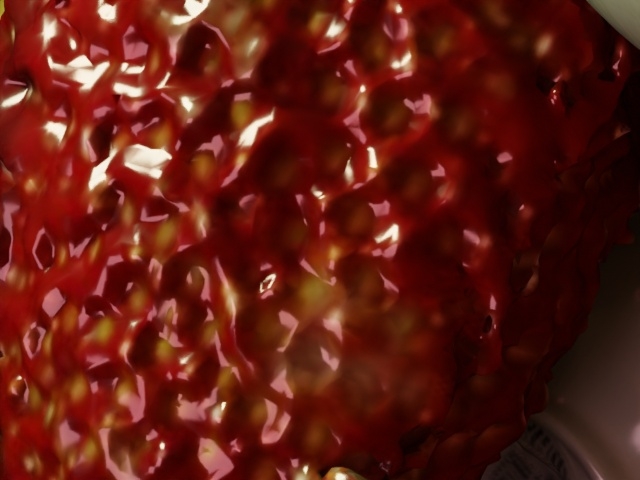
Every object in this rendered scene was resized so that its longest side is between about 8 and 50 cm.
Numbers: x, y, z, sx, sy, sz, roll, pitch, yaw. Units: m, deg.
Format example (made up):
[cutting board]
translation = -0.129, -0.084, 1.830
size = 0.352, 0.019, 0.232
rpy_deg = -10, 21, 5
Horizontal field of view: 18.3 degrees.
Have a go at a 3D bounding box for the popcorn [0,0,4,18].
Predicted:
[popcorn]
translation = -0.185, -0.032, 1.058
size = 0.354, 0.344, 0.390
rpy_deg = -37, 46, 43

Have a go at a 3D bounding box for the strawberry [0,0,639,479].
[strawberry]
translation = 0.001, -0.001, 0.793
size = 0.292, 0.292, 0.343
rpy_deg = -27, 53, 54

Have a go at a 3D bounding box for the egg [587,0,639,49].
[egg]
translation = 0.215, -0.128, 0.587
size = 0.371, 0.230, 0.230
rpy_deg = 20, 123, 41

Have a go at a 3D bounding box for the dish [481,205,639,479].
[dish]
translation = 0.128, 0.121, 0.915
size = 0.303, 0.120, 0.303
rpy_deg = 25, 125, 42
